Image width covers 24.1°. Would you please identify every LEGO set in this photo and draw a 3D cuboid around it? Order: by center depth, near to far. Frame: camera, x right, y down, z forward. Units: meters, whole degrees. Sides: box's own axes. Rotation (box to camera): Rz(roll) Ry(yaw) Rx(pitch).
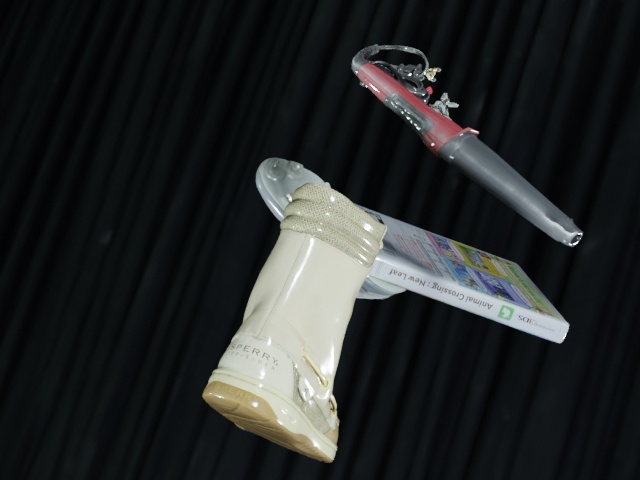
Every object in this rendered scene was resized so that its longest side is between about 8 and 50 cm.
[{"bbox_3d":[0.124,-0.146,1.632,0.023,0.083,0.054,-16,160,-30],"label":"LEGO set"}]

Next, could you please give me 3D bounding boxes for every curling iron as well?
[{"bbox_3d":[0.114,-0.082,1.182,0.274,0.068,0.035,46,139,40],"label":"curling iron"}]

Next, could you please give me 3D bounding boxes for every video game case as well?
[{"bbox_3d":[0.120,0.027,1.419,0.193,0.023,0.212,20,-169,-10],"label":"video game case"}]

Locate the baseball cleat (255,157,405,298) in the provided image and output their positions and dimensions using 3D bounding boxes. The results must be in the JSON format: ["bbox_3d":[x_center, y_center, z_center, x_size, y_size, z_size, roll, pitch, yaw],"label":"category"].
[{"bbox_3d":[0.000,0.000,1.543,0.206,0.072,0.109,39,141,-14],"label":"baseball cleat"}]

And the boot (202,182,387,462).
[{"bbox_3d":[-0.008,0.072,1.269,0.095,0.203,0.262,18,168,17],"label":"boot"}]
